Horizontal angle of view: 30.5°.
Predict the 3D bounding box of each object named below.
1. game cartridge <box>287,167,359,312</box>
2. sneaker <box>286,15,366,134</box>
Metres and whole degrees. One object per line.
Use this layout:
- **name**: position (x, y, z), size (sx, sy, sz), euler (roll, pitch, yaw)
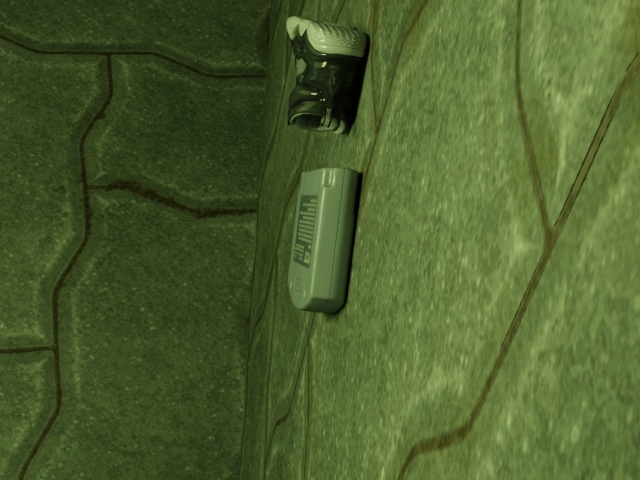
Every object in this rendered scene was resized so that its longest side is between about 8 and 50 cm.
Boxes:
- **game cartridge**: position (0.000, 0.000, 1.628), size (0.297, 0.062, 0.198), euler (-161, 74, -82)
- **sneaker**: position (-0.006, -0.236, 1.679), size (0.268, 0.101, 0.153), euler (-121, 41, -74)
